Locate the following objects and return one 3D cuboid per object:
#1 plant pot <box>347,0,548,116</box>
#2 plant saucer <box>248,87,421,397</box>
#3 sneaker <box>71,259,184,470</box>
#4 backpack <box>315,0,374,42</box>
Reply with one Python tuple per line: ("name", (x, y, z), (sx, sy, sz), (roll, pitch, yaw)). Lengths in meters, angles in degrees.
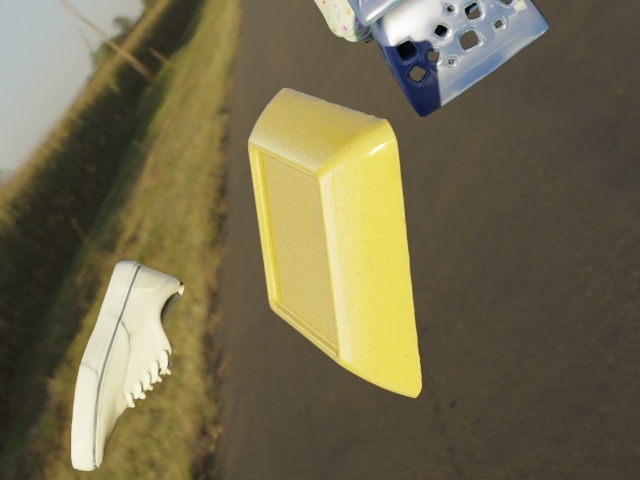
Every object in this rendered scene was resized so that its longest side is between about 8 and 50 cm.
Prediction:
("plant pot", (0.167, -0.363, 1.759), (0.236, 0.212, 0.236), (-36, 29, 11))
("plant saucer", (0.000, 0.000, 1.436), (0.081, 0.332, 0.333), (-14, 19, -21))
("sneaker", (-0.214, 0.137, 1.318), (0.094, 0.091, 0.258), (99, -178, -60))
("backpack", (0.061, -0.479, 2.336), (0.115, 0.182, 0.152), (-11, -21, -47))
